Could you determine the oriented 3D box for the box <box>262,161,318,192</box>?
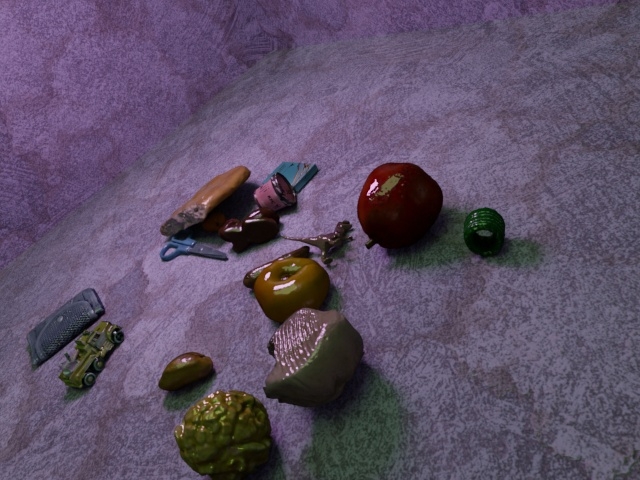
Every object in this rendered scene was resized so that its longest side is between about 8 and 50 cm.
[{"bbox_3d":[-0.140,-0.291,2.269,0.229,0.041,0.162,12,53,44],"label":"box"}]

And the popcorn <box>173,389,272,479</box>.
[{"bbox_3d":[-0.234,0.495,1.239,0.259,0.259,0.212,-38,51,-10],"label":"popcorn"}]

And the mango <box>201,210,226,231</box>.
[{"bbox_3d":[-0.477,-0.080,2.225,0.105,0.084,0.159,-44,16,-19],"label":"mango"}]

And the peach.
[{"bbox_3d":[-0.091,0.152,1.608,0.251,0.153,0.251,-7,34,5],"label":"peach"}]

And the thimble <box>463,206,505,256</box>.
[{"bbox_3d":[0.468,-0.022,1.426,0.118,0.130,0.090,-29,29,38],"label":"thimble"}]

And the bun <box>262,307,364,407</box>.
[{"bbox_3d":[-0.006,0.308,1.304,0.281,0.205,0.282,-33,30,22],"label":"bun"}]

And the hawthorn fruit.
[{"bbox_3d":[0.235,-0.102,1.596,0.307,0.265,0.265,-50,39,-13],"label":"hawthorn fruit"}]

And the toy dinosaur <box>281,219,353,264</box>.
[{"bbox_3d":[0.002,0.003,1.768,0.251,0.072,0.200,-25,32,1],"label":"toy dinosaur"}]

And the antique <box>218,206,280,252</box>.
[{"bbox_3d":[-0.290,-0.055,2.023,0.256,0.121,0.143,-22,33,10],"label":"antique"}]

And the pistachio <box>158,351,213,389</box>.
[{"bbox_3d":[-0.433,0.407,1.571,0.189,0.110,0.100,-23,67,9],"label":"pistachio"}]

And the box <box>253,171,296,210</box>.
[{"bbox_3d":[-0.196,-0.191,2.103,0.135,0.151,0.151,-27,34,18],"label":"box"}]

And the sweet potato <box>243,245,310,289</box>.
[{"bbox_3d":[-0.154,0.095,1.784,0.273,0.075,0.075,-30,35,-3],"label":"sweet potato"}]

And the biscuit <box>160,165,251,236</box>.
[{"bbox_3d":[-0.508,-0.204,2.287,0.446,0.104,0.429,-48,18,-30],"label":"biscuit"}]

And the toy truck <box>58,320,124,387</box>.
[{"bbox_3d":[-0.860,0.406,1.857,0.128,0.135,0.260,-3,40,33],"label":"toy truck"}]

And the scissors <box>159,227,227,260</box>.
[{"bbox_3d":[-0.539,0.036,2.167,0.446,0.029,0.193,10,52,43],"label":"scissors"}]

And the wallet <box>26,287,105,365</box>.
[{"bbox_3d":[-1.107,0.355,2.155,0.342,0.075,0.237,-40,39,-14],"label":"wallet"}]
